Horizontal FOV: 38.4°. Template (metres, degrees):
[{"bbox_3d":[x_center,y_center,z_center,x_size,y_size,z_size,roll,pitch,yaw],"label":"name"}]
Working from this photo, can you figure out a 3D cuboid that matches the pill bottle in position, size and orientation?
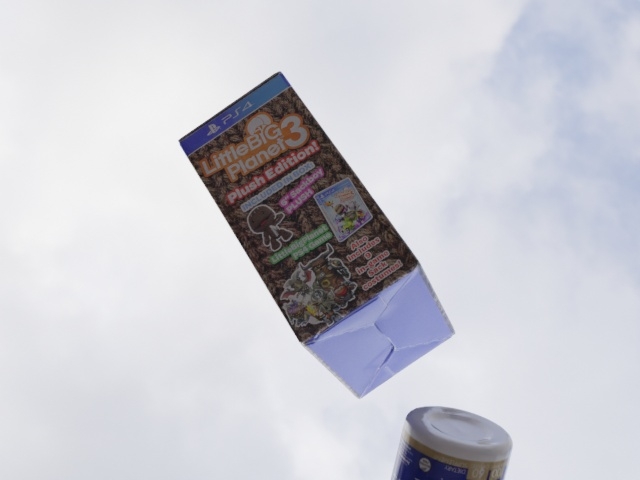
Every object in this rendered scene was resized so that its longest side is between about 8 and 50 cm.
[{"bbox_3d":[0.122,0.274,0.937,0.112,0.112,0.187,18,-77,35],"label":"pill bottle"}]

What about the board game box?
[{"bbox_3d":[0.000,0.000,1.041,0.141,0.232,0.291,-34,-118,1],"label":"board game box"}]
